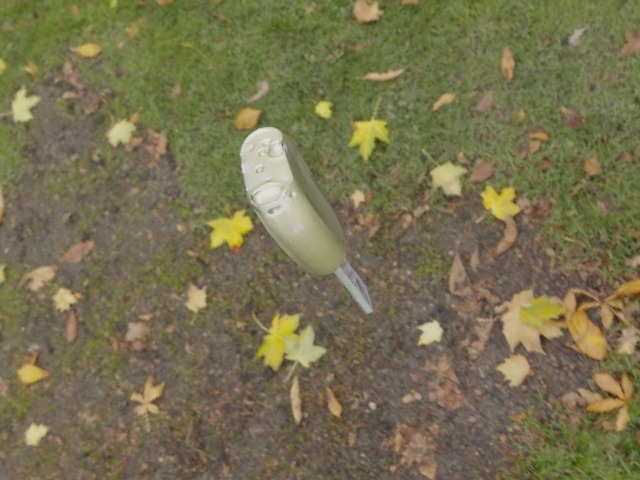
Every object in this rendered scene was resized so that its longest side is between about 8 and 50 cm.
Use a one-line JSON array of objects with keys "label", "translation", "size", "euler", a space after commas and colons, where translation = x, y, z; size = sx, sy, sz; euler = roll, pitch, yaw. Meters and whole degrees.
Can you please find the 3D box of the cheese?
[{"label": "cheese", "translation": [0.000, 0.000, 0.582], "size": [0.037, 0.192, 0.097], "euler": [-24, 47, 11]}]
